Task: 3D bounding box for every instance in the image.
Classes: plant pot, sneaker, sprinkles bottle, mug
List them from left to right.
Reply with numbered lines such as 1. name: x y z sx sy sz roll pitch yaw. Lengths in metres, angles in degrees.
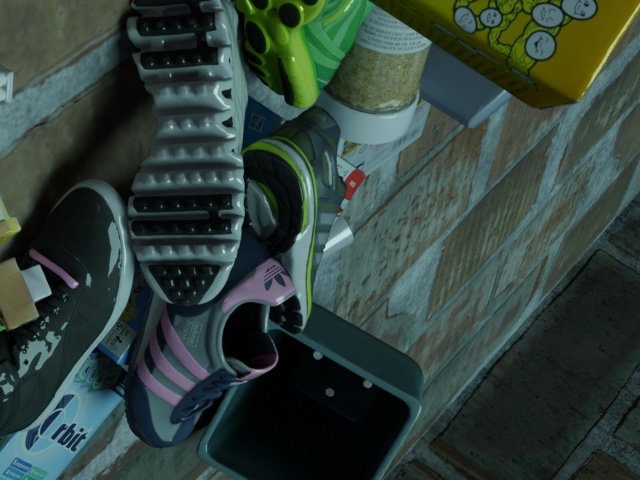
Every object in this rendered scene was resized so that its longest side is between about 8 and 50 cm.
1. sneaker: -0.272 0.081 1.093 0.296 0.104 0.147 -59 165 24
2. sneaker: -0.107 -0.087 1.095 0.118 0.110 0.292 -33 127 -75
3. sneaker: -0.113 0.123 1.226 0.112 0.131 0.319 -35 152 -42
4. sneaker: -0.024 -0.013 1.254 0.121 0.111 0.300 -46 161 -33
5. sneaker: -0.014 -0.246 1.175 0.123 0.109 0.295 -50 168 -20
6. mug: 0.002 0.001 1.650 0.064 0.062 0.078 -39 149 -19
7. plant pot: 0.008 0.233 1.784 0.247 0.247 0.252 -62 174 19
8. sprinkles bottle: 0.079 -0.271 1.299 0.121 0.121 0.355 -37 154 -39

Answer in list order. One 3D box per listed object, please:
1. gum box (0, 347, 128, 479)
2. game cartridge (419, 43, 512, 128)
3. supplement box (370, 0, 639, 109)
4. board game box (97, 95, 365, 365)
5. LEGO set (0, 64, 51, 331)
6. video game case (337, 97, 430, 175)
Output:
1. gum box: -0.294 0.194 1.318 0.184 0.041 0.157 -51 159 -12
2. game cartridge: 0.199 -0.292 1.427 0.294 0.196 0.060 -58 167 8
3. supplement box: 0.085 -0.275 0.911 0.194 0.356 0.195 -57 -179 5
4. board game box: -0.106 0.000 1.366 0.302 0.086 0.308 -57 160 4
5. LEGO set: -0.272 -0.066 0.829 0.107 0.132 0.287 -23 121 -46
6. video game case: 0.085 -0.174 1.606 0.227 0.026 0.206 -37 153 -38
